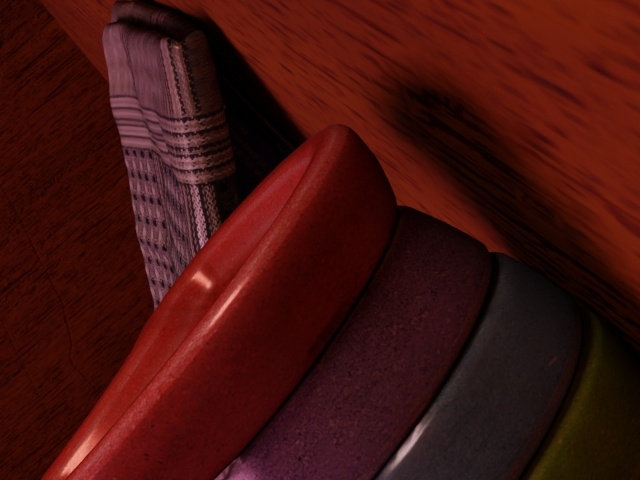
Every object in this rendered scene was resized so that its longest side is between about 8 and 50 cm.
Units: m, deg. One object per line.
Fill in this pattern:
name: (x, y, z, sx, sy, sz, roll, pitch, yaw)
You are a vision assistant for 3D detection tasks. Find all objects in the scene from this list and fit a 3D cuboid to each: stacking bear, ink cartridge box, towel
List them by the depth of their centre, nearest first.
stacking bear: (0.068, 0.108, 0.498, 0.289, 0.175, 0.164, 38, 133, -8)
ink cartridge box: (0.000, 0.000, 0.963, 0.206, 0.045, 0.208, 46, 174, 38)
towel: (-0.097, -0.001, 0.967, 0.324, 0.056, 0.312, -140, 38, -71)
